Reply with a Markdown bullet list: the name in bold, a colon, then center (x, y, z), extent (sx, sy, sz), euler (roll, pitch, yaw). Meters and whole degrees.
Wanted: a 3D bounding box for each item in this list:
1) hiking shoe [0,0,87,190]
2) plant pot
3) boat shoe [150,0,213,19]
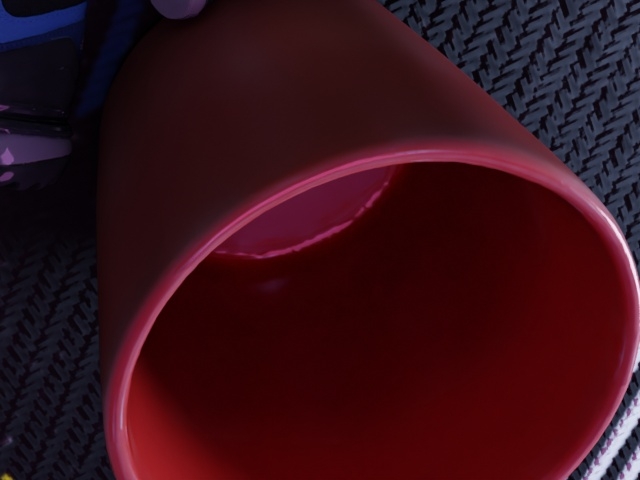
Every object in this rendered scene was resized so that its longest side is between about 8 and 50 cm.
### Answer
- **hiking shoe**: center (-0.259, -0.118, 0.813), extent (0.304, 0.113, 0.132), euler (14, 91, -21)
- **plant pot**: center (0.000, 0.000, 0.883), extent (0.275, 0.243, 0.275), euler (-9, 129, -12)
- **boat shoe**: center (-0.072, -0.183, 0.851), extent (0.040, 0.049, 0.142), euler (-34, 133, -40)
